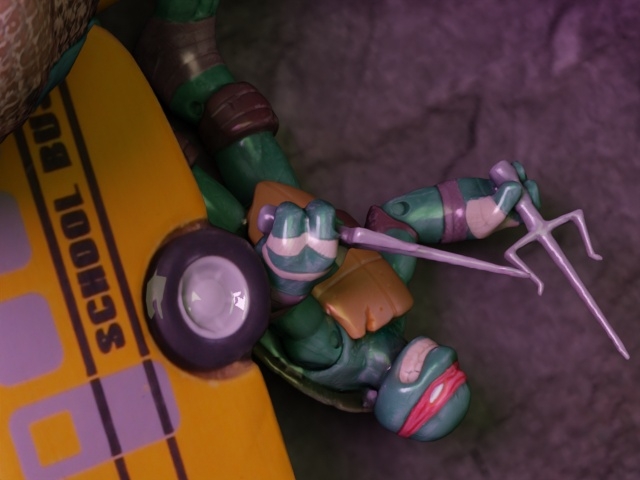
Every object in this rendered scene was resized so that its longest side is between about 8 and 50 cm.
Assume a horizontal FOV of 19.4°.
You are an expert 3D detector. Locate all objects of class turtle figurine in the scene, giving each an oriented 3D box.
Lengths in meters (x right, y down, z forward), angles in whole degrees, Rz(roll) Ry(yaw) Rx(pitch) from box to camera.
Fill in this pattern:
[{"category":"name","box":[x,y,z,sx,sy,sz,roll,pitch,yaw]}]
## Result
[{"category":"turtle figurine","box":[0.000,0.000,0.721,0.234,0.175,0.118,42,111,10]}]

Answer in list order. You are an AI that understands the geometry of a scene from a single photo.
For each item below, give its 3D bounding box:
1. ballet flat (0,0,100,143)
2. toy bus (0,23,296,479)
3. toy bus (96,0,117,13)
[{"category":"ballet flat","box":[-0.266,-0.183,0.543,0.483,0.182,0.164,36,112,2]},{"category":"toy bus","box":[-0.078,0.097,0.645,0.130,0.108,0.332,-20,95,-36]},{"category":"toy bus","box":[-0.105,-0.179,0.690,0.191,0.104,0.202,61,33,-7]}]
